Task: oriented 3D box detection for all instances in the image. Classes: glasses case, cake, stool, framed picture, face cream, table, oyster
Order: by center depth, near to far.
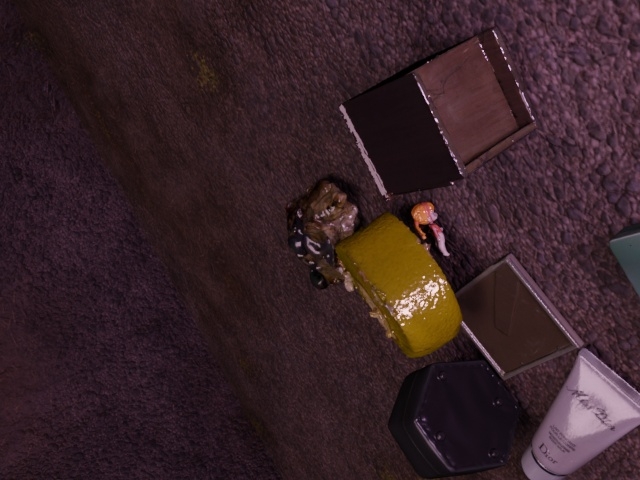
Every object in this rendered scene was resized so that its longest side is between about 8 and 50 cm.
[{"bbox_3d":[0.457,0.063,1.021,0.184,0.039,0.078,59,154,-3],"label":"glasses case"},{"bbox_3d":[0.170,-0.171,1.112,0.193,0.169,0.172,-9,111,61],"label":"table"},{"bbox_3d":[0.435,0.313,1.314,0.143,0.089,0.314,44,141,24],"label":"face cream"},{"bbox_3d":[0.324,0.143,1.363,0.189,0.023,0.260,53,154,9],"label":"framed picture"},{"bbox_3d":[0.141,0.079,1.407,0.260,0.156,0.179,51,175,35],"label":"cake"},{"bbox_3d":[0.255,0.339,1.490,0.232,0.232,0.141,54,152,7],"label":"stool"},{"bbox_3d":[0.006,-0.001,1.687,0.221,0.096,0.361,51,157,-4],"label":"oyster"}]

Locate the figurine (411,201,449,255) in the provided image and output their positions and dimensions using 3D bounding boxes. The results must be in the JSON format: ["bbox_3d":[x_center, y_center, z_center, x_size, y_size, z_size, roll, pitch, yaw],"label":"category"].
[{"bbox_3d":[0.197,-0.017,1.385,0.109,0.047,0.064,60,178,-20],"label":"figurine"}]
